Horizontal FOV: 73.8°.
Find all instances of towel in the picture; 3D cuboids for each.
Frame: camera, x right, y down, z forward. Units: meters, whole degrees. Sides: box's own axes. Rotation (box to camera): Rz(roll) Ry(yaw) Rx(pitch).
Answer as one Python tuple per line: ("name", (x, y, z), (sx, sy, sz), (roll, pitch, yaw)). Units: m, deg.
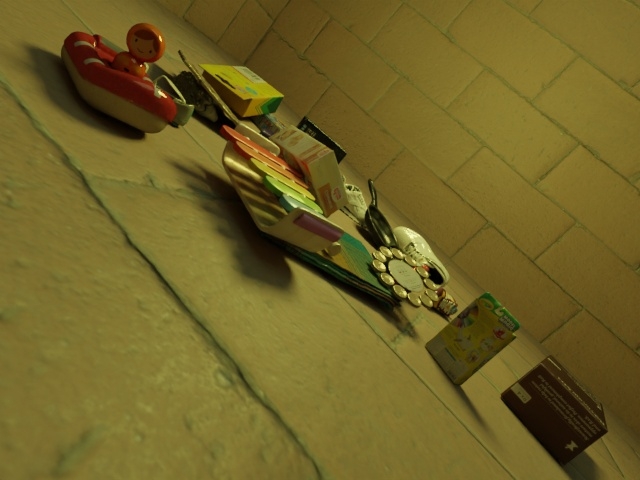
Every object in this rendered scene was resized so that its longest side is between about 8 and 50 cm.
("towel", (0.000, 0.000, 0.934), (0.370, 0.040, 0.271), (31, 17, -32))

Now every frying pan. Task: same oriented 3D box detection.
("frying pan", (0.187, -0.091, 1.495), (0.197, 0.053, 0.326), (12, 51, -61))

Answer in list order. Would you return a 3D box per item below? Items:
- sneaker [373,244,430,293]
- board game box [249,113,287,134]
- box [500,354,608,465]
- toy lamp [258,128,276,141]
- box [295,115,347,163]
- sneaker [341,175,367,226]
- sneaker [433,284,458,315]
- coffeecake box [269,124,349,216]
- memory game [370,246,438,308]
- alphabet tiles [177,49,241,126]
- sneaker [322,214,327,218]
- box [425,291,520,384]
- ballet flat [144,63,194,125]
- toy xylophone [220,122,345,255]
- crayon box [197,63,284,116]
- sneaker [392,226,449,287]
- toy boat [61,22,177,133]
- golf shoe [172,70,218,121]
("sneaker", (0.215, 0.074, 1.153), (0.135, 0.097, 0.276), (50, 17, 19))
("board game box", (-0.176, -0.430, 1.664), (0.194, 0.060, 0.194), (27, 22, -46))
("box", (0.625, 0.427, 1.136), (0.191, 0.143, 0.381), (50, 18, 28))
("toy lamp", (-0.082, -0.231, 1.300), (0.274, 0.080, 0.080), (40, 14, -4))
("box", (-0.042, -0.222, 1.170), (0.147, 0.180, 0.077), (39, 13, -17))
("sneaker", (0.123, -0.135, 1.527), (0.235, 0.095, 0.090), (35, 14, -35))
("sneaker", (0.380, 0.190, 1.310), (0.084, 0.070, 0.185), (43, 14, 27))
("coffeecake box", (-0.027, -0.159, 0.962), (0.185, 0.068, 0.142), (43, -19, 46))
("memory game", (0.193, 0.083, 0.977), (0.186, 0.012, 0.186), (25, 32, -17))
("alphabet tiles", (-0.295, -0.408, 1.219), (0.285, 0.011, 0.342), (48, 4, -35))
("sneaker", (0.015, -0.101, 1.044), (0.175, 0.064, 0.067), (-85, 161, -52))
("box", (0.319, 0.203, 0.891), (0.043, 0.179, 0.105), (26, 22, -47))
("ballet flat", (-0.354, -0.324, 0.872), (0.213, 0.068, 0.072), (37, 15, -17))
("toy xylophone", (-0.065, -0.086, 0.795), (0.236, 0.081, 0.323), (21, 25, -52))
("crayon box", (-0.287, -0.535, 1.519), (0.202, 0.081, 0.318), (38, 27, 4))
("sneaker", (0.369, 0.057, 1.591), (0.292, 0.108, 0.169), (47, 12, 12))
("toy boat", (-0.315, -0.289, 0.709), (0.231, 0.151, 0.151), (51, 17, 30))
("golf shoe", (-0.334, -0.379, 1.139), (0.176, 0.069, 0.086), (53, -3, 26))
